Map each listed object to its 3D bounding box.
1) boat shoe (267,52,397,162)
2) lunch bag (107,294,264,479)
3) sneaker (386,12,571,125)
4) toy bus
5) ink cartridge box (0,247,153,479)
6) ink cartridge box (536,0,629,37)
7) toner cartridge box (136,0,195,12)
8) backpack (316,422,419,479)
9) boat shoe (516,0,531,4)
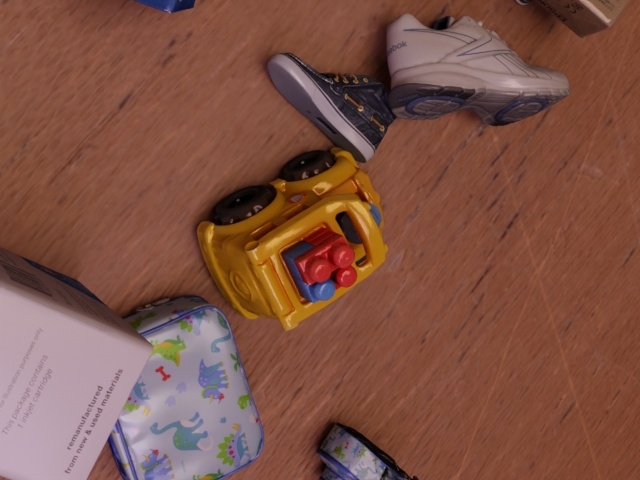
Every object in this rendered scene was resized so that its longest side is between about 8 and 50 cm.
[{"bbox_3d":[0.017,-0.180,1.294,0.183,0.065,0.083,43,74,-33],"label":"boat shoe"},{"bbox_3d":[-0.173,0.182,1.250,0.176,0.090,0.219,-24,110,-22],"label":"lunch bag"},{"bbox_3d":[0.204,-0.219,1.353,0.297,0.111,0.129,2,71,-39],"label":"sneaker"},{"bbox_3d":[0.000,0.000,1.235,0.220,0.211,0.149,-33,112,-19],"label":"toy bus"},{"bbox_3d":[-0.396,0.061,1.000,0.395,0.285,0.166,28,87,-28],"label":"ink cartridge box"},{"bbox_3d":[0.308,-0.402,1.346,0.234,0.088,0.193,37,81,-10],"label":"ink cartridge box"},{"bbox_3d":[-0.117,-0.406,1.075,0.075,0.165,0.348,19,104,-5],"label":"toner cartridge box"},{"bbox_3d":[0.048,0.296,1.379,0.114,0.105,0.084,45,78,-22],"label":"backpack"},{"bbox_3d":[0.297,-0.363,1.409,0.046,0.038,0.125,40,81,-28],"label":"boat shoe"}]
